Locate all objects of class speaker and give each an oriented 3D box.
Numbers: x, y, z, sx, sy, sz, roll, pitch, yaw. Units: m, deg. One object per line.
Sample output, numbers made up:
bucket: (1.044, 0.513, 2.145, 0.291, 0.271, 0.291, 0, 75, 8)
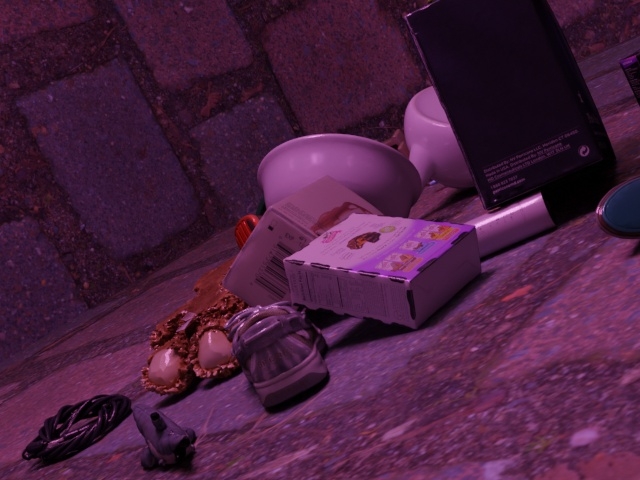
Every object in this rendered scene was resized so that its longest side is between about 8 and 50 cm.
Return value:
speaker: (0.248, -0.018, 1.390, 0.136, 0.055, 0.055, -25, 8, 18)

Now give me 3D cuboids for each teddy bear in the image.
teddy bear: (-0.158, 0.143, 1.606, 0.245, 0.113, 0.338, -32, 15, 4)

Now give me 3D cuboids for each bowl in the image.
bowl: (0.029, -0.052, 1.828, 0.298, 0.298, 0.134, -22, 50, 37)

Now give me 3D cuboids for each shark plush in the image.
shark plush: (-0.185, 0.226, 1.176, 0.073, 0.067, 0.161, -28, 7, -10)

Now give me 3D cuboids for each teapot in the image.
teapot: (0.283, -0.185, 1.985, 0.256, 0.187, 0.252, 0, 33, 8)

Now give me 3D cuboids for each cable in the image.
cable: (-0.360, 0.273, 1.561, 0.150, 0.047, 0.184, -23, 8, 28)

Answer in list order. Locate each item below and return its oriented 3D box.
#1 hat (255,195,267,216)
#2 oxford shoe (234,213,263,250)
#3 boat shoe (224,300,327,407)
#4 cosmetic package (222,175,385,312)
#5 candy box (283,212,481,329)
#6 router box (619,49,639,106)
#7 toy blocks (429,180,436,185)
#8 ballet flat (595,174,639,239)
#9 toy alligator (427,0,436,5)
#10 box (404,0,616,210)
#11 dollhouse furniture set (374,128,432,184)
hat: (-0.036, -0.029, 2.339, 0.183, 0.173, 0.208, 4, 29, -34)
oxford shoe: (-0.089, 0.020, 1.826, 0.098, 0.097, 0.271, -24, -22, -12)
boat shoe: (-0.063, 0.124, 1.314, 0.118, 0.103, 0.320, -27, 7, -1)
cosmetic package: (-0.017, 0.011, 1.594, 0.153, 0.129, 0.296, -58, -7, 21)
candy box: (0.080, 0.033, 1.318, 0.196, 0.070, 0.165, 8, 29, 37)
router box: (0.578, -0.267, 1.647, 0.179, 0.133, 0.046, -31, 8, -24)
toy blocks: (0.300, -0.164, 2.221, 0.148, 0.054, 0.123, -26, 8, 8)
ballet flat: (0.386, -0.048, 1.138, 0.213, 0.072, 0.068, -29, -20, -19)
toy alligator: (0.184, -0.356, 1.584, 0.056, 0.051, 0.190, -27, -5, 19)
box: (0.287, -0.216, 1.496, 0.183, 0.294, 0.296, -25, -4, 19)
dollhouse furniture set: (0.168, -0.154, 2.488, 0.262, 0.135, 0.259, -23, 20, 28)
